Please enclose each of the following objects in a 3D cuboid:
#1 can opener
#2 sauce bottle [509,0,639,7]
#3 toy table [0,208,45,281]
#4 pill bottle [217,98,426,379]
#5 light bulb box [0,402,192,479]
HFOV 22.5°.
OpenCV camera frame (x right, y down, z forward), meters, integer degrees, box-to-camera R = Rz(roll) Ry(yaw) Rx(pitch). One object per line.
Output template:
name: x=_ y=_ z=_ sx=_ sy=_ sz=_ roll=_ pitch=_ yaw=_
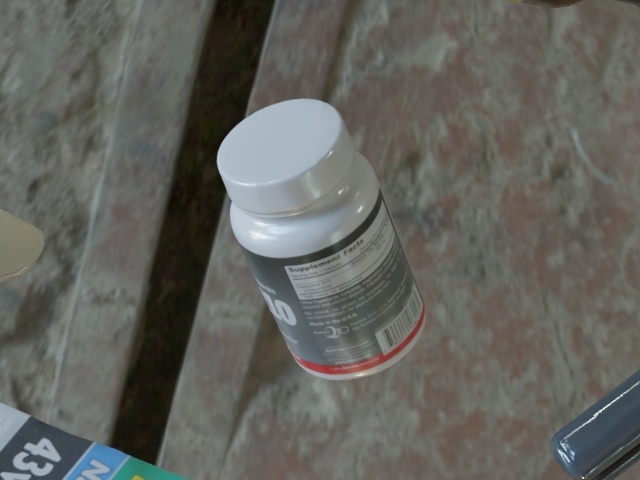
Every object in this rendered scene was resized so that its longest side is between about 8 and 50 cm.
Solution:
can opener: x=0.305 y=0.103 z=1.216 sx=0.280 sy=0.093 sz=0.074 roll=-34 pitch=149 yaw=6
sauce bottle: x=0.171 y=-0.264 z=1.416 sx=0.344 sy=0.111 sz=0.111 roll=10 pitch=112 yaw=-23
toy table: x=-0.331 y=0.007 z=1.068 sx=0.252 sy=0.274 sz=0.161 roll=30 pitch=79 yaw=-16
pill bottle: x=0.000 y=0.000 z=1.700 sx=0.161 sy=0.161 sz=0.283 roll=-18 pitch=129 yaw=7
light bulb box: x=-0.174 y=0.341 z=0.834 sx=0.225 sy=0.358 sz=0.361 roll=18 pitch=136 yaw=22
